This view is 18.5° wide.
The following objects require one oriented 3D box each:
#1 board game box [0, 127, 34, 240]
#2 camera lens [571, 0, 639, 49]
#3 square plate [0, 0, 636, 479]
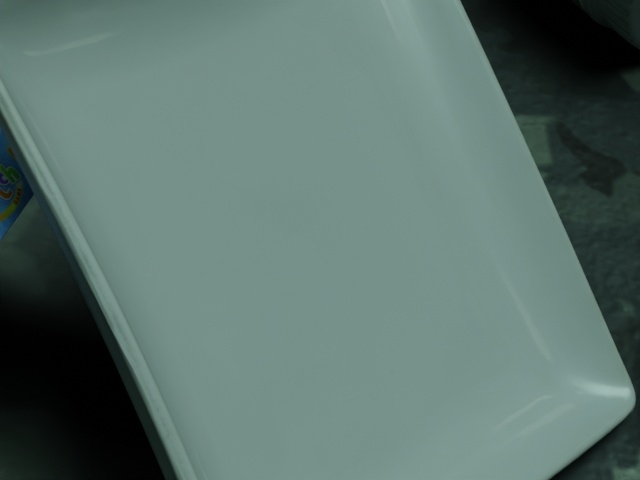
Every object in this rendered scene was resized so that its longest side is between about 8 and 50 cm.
[{"bbox_3d":[-0.199,0.017,0.938,0.039,0.160,0.211,42,43,-15],"label":"board game box"},{"bbox_3d":[0.199,-0.293,1.342,0.219,0.219,0.274,-20,60,-35],"label":"camera lens"},{"bbox_3d":[0.000,0.000,0.998,0.347,0.049,0.344,-29,95,-48],"label":"square plate"}]
